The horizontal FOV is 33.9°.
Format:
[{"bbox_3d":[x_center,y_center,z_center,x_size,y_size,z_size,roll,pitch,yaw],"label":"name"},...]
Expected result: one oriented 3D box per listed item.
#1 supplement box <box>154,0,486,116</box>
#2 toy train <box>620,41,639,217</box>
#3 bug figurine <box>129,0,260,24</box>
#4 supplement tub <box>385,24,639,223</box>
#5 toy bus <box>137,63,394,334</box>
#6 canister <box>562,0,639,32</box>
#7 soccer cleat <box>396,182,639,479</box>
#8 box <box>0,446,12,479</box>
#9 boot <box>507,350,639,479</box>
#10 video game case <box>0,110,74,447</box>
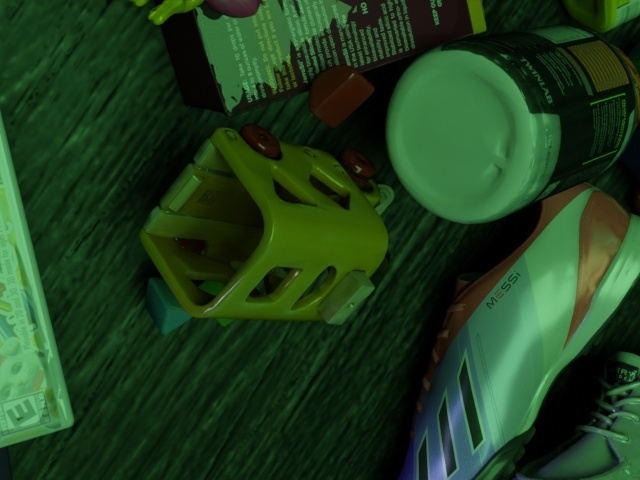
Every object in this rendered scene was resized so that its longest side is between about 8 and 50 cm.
[{"bbox_3d":[-0.002,-0.150,0.693,0.188,0.104,0.080,-21,108,-17],"label":"supplement box"},{"bbox_3d":[0.330,-0.071,0.856,0.248,0.105,0.143,44,70,-24],"label":"toy train"},{"bbox_3d":[-0.055,-0.242,0.588,0.279,0.072,0.216,-37,76,10],"label":"bug figurine"},{"bbox_3d":[0.140,-0.085,0.716,0.190,0.117,0.117,-19,111,-49],"label":"supplement tub"},{"bbox_3d":[-0.011,0.003,0.671,0.202,0.104,0.191,-27,150,-15],"label":"toy bus"},{"bbox_3d":[0.262,-0.243,0.787,0.170,0.073,0.126,-27,130,-13],"label":"canister"},{"bbox_3d":[0.128,0.094,0.814,0.116,0.108,0.318,34,95,3],"label":"soccer cleat"},{"bbox_3d":[-0.288,0.122,0.640,0.184,0.103,0.261,-8,104,-18],"label":"box"},{"bbox_3d":[0.228,0.149,0.838,0.258,0.095,0.123,-1,95,-49],"label":"boot"},{"bbox_3d":[-0.259,0.023,0.562,0.206,0.026,0.227,-14,103,-19],"label":"video game case"}]
